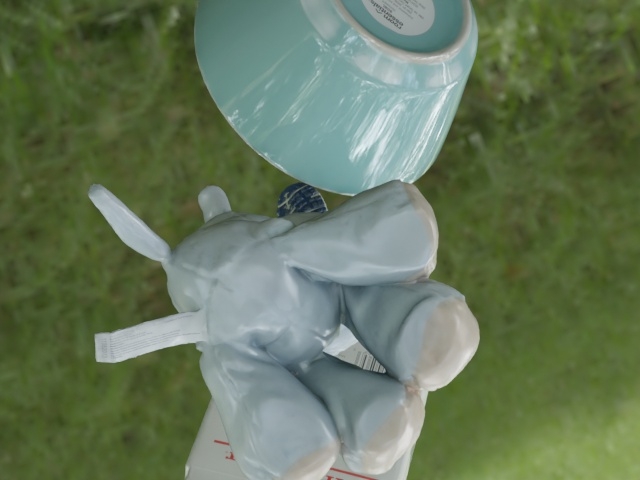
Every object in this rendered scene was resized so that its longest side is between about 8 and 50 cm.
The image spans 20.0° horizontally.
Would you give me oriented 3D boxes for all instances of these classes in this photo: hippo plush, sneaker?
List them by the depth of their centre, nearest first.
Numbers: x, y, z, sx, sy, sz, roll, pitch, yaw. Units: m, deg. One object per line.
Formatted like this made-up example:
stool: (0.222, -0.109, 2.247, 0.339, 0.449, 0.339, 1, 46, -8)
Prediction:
hippo plush: (-0.041, 0.071, 1.427, 0.294, 0.234, 0.236, -2, -179, -12)
sneaker: (0.000, 0.000, 1.870, 0.052, 0.135, 0.058, -32, 153, -1)

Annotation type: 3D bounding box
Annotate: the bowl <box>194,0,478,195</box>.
bowl: (0.041, -0.220, 1.888, 0.311, 0.312, 0.163, -8, 156, -36)

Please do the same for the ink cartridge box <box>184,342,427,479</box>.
ink cartridge box: (-0.015, 0.215, 1.819, 0.207, 0.353, 0.119, 13, 132, 7)
